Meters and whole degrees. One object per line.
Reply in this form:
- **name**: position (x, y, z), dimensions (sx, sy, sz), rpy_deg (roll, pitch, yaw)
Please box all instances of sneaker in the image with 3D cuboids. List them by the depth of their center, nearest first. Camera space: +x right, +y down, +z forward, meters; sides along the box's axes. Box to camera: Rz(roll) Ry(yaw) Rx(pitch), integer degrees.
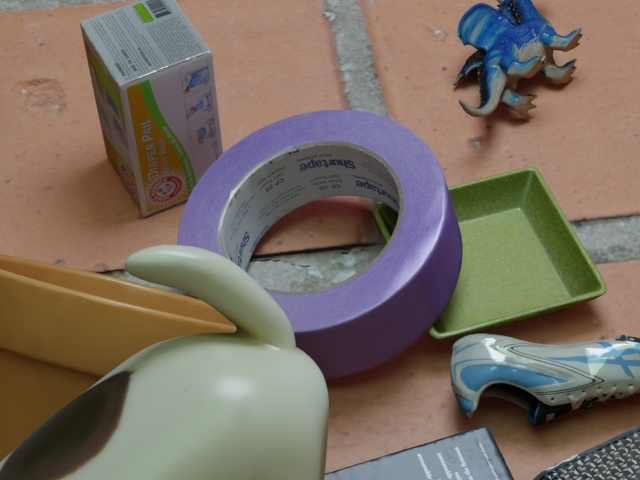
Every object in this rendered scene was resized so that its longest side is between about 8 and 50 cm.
- **sneaker**: position (0.240, 0.134, 1.363), dimensions (0.237, 0.085, 0.086), rpy_deg (0, 75, -2)

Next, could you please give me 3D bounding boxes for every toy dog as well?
- **toy dog**: position (-0.179, 0.227, 0.963), dimensions (0.407, 0.396, 0.284), rpy_deg (-11, 24, -20)

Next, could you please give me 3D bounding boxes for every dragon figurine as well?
- **dragon figurine**: position (0.203, -0.217, 1.660), dimensions (0.144, 0.085, 0.289), rpy_deg (30, 51, 28)

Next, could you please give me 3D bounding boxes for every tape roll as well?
- **tape roll**: position (0.000, 0.000, 1.434), dimensions (0.274, 0.090, 0.275), rpy_deg (-8, 52, 11)

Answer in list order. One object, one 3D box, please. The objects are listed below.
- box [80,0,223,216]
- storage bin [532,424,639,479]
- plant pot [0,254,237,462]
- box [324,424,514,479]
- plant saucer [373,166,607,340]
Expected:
- **box**: position (-0.175, -0.142, 1.529), dimensions (0.103, 0.203, 0.114), rpy_deg (-23, 53, -17)
- **storage bin**: position (0.271, 0.232, 1.236), dimensions (0.180, 0.122, 0.084), rpy_deg (-21, 50, -16)
- **plant pot**: position (-0.189, 0.140, 1.230), dimensions (0.290, 0.291, 0.204), rpy_deg (13, 90, 13)
- **box**: position (0.074, 0.270, 1.218), dimensions (0.207, 0.108, 0.153), rpy_deg (-14, 50, -10)
- **plant saucer**: position (0.170, 0.022, 1.478), dimensions (0.188, 0.045, 0.188), rpy_deg (-14, 49, -10)
